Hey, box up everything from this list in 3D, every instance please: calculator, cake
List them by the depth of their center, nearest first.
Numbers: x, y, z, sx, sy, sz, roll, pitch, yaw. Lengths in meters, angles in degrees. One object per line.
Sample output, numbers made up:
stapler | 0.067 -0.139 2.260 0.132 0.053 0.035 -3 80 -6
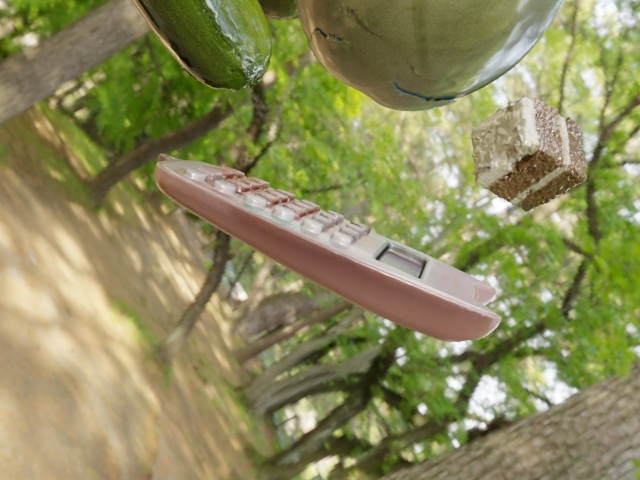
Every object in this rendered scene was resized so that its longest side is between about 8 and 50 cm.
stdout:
calculator | 0.000 0.000 0.829 0.329 0.048 0.220 26 10 6
cake | 0.328 -0.141 1.495 0.147 0.135 0.135 28 46 -25

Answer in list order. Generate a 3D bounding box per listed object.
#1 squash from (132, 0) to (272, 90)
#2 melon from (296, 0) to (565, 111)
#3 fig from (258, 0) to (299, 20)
squash | -0.123 -0.235 0.624 0.087 0.087 0.332 54 -7 51
melon | 0.111 -0.282 0.947 0.269 0.268 0.330 58 -42 18
fig | -0.042 -0.427 1.321 0.203 0.203 0.225 58 -10 19
